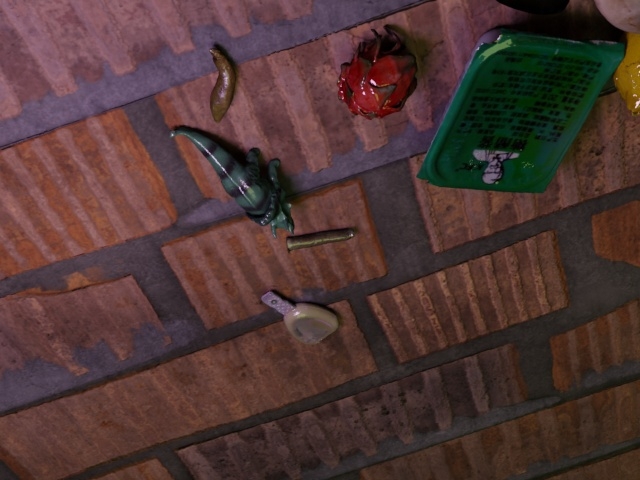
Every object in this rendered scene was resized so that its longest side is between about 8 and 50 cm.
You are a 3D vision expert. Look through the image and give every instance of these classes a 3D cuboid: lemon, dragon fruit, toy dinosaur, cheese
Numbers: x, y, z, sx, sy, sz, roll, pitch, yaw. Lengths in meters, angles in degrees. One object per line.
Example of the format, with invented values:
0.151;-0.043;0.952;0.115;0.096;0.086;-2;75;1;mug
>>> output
0.571;-0.293;1.972;0.206;0.173;0.173;-54;134;-5;lemon
0.094;-0.260;1.917;0.121;0.130;0.142;43;102;0;dragon fruit
-0.132;-0.115;2.041;0.079;0.120;0.292;-27;115;29;toy dinosaur
-0.049;0.148;2.381;0.097;0.037;0.192;-36;134;20;cheese

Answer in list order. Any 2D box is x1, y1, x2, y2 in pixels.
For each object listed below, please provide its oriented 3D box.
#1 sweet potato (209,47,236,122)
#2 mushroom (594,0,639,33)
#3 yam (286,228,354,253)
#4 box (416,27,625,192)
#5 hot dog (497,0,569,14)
-0.157;-0.248;1.907;0.041;0.038;0.153;-25;142;-26;sweet potato
0.492;-0.428;1.811;0.226;0.178;0.227;-6;102;-32;mushroom
0.000;0.000;2.237;0.129;0.027;0.033;-8;99;-6;yam
0.320;-0.236;2.018;0.264;0.106;0.337;4;136;-21;box
0.321;-0.494;1.698;0.194;0.107;0.326;10;135;-9;hot dog
